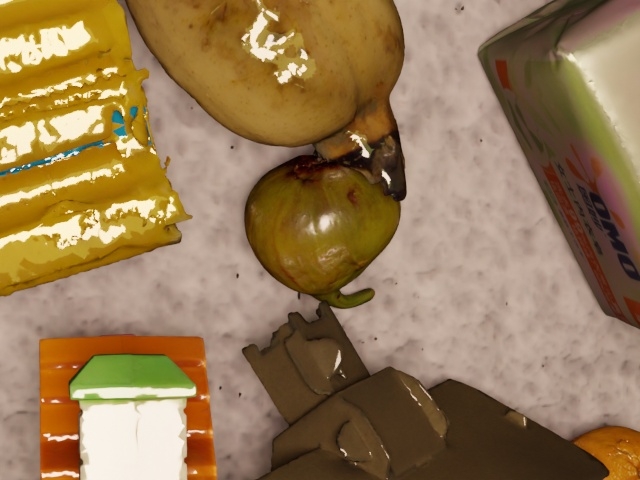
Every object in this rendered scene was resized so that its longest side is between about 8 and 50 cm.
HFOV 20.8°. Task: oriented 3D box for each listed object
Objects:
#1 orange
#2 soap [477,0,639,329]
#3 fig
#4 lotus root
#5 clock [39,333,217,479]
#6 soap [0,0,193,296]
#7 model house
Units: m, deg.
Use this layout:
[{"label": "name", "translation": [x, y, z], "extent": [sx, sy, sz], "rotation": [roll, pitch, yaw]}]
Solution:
[{"label": "orange", "translation": [0.173, 0.150, 1.028], "extent": [0.083, 0.070, 0.083], "rotation": [15, 63, -31]}, {"label": "soap", "translation": [0.199, -0.054, 0.956], "extent": [0.138, 0.182, 0.199], "rotation": [-29, 100, -6]}, {"label": "fig", "translation": [0.000, 0.000, 0.984], "extent": [0.084, 0.082, 0.098], "rotation": [-23, 121, -42]}, {"label": "lotus root", "translation": [-0.023, -0.113, 0.939], "extent": [0.125, 0.118, 0.221], "rotation": [-44, 101, -15]}, {"label": "clock", "translation": [-0.096, 0.178, 0.917], "extent": [0.106, 0.220, 0.255], "rotation": [0, 89, -9]}, {"label": "soap", "translation": [-0.249, -0.054, 0.916], "extent": [0.324, 0.096, 0.204], "rotation": [-15, 100, -9]}, {"label": "model house", "translation": [0.026, 0.159, 0.956], "extent": [0.204, 0.211, 0.243], "rotation": [-37, 80, 37]}]
